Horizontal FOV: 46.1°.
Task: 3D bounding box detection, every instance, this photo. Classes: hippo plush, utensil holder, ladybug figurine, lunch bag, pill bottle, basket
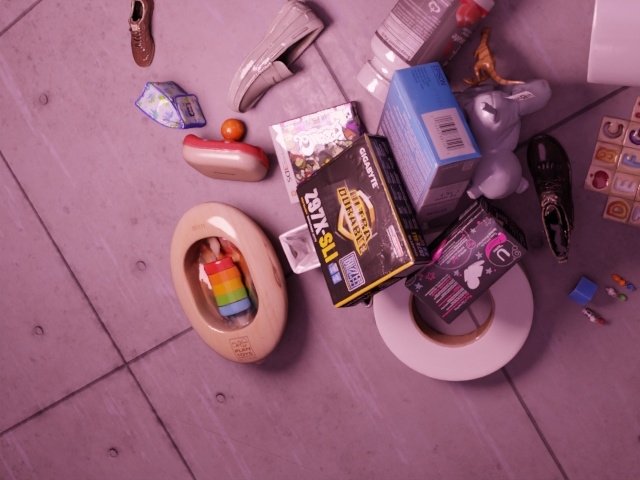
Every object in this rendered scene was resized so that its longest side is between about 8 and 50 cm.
[{"bbox_3d":[0.405,-0.219,1.657,0.234,0.294,0.237,-15,107,-12],"label":"hippo plush"},{"bbox_3d":[0.735,-0.450,1.456,0.385,0.327,0.328,7,105,20],"label":"utensil holder"},{"bbox_3d":[-0.226,0.109,1.987,0.305,0.162,0.449,-13,97,20],"label":"ladybug figurine"},{"bbox_3d":[-0.381,-0.343,1.952,0.151,0.129,0.096,42,112,6],"label":"lunch bag"},{"bbox_3d":[0.225,-0.460,1.696,0.176,0.176,0.318,41,112,6],"label":"pill bottle"},{"bbox_3d":[0.000,0.000,1.918,0.167,0.103,0.113,-22,95,21],"label":"basket"}]

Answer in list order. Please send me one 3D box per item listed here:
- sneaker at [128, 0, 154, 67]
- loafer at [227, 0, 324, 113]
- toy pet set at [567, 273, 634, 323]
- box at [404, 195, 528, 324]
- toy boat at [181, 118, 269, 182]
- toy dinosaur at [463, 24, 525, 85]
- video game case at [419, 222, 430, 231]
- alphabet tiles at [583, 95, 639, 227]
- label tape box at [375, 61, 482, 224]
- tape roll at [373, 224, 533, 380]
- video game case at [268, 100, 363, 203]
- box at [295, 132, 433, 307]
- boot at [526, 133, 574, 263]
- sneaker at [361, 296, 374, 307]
[{"bbox_3d":[-0.479,-0.550,1.967,0.066,0.071,0.188,7,104,17],"label":"sneaker"},{"bbox_3d":[-0.115,-0.436,1.851,0.111,0.112,0.319,43,111,14],"label":"loafer"},{"bbox_3d":[0.648,0.130,1.751,0.114,0.065,0.122,34,110,8],"label":"toy pet set"},{"bbox_3d":[0.329,0.040,1.693,0.142,0.163,0.247,43,111,-3],"label":"box"},{"bbox_3d":[-0.240,-0.244,1.940,0.231,0.151,0.151,7,74,16],"label":"toy boat"},{"bbox_3d":[0.373,-0.389,1.676,0.064,0.211,0.112,-1,147,-17],"label":"toy dinosaur"},{"bbox_3d":[0.172,-0.049,1.892,0.183,0.023,0.201,-19,96,21],"label":"video game case"},{"bbox_3d":[0.780,-0.157,1.670,0.342,0.011,0.285,15,107,15],"label":"alphabet tiles"},{"bbox_3d":[0.224,-0.189,1.690,0.115,0.348,0.249,-15,67,-11],"label":"label tape box"},{"bbox_3d":[0.324,0.154,1.848,0.392,0.072,0.392,3,104,14],"label":"tape roll"},{"bbox_3d":[0.004,-0.220,1.898,0.232,0.042,0.210,-12,100,21],"label":"video game case"},{"bbox_3d":[0.089,-0.041,1.717,0.257,0.079,0.322,-34,66,41],"label":"box"},{"bbox_3d":[0.514,-0.099,1.654,0.091,0.229,0.263,-14,98,21],"label":"boot"},{"bbox_3d":[0.102,0.105,1.904,0.061,0.065,0.158,-21,118,18],"label":"sneaker"}]
